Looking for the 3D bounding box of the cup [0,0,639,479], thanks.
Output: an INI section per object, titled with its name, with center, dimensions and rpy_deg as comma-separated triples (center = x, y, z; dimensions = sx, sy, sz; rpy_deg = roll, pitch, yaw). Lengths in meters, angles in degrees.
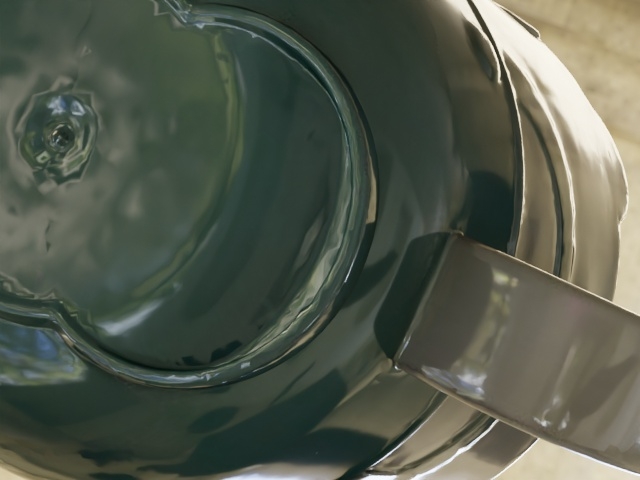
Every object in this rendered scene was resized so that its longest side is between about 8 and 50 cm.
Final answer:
[cup]
center = 0.000, 0.000, 0.644
dimensions = 0.289, 0.219, 0.257
rpy_deg = 26, -177, 23
